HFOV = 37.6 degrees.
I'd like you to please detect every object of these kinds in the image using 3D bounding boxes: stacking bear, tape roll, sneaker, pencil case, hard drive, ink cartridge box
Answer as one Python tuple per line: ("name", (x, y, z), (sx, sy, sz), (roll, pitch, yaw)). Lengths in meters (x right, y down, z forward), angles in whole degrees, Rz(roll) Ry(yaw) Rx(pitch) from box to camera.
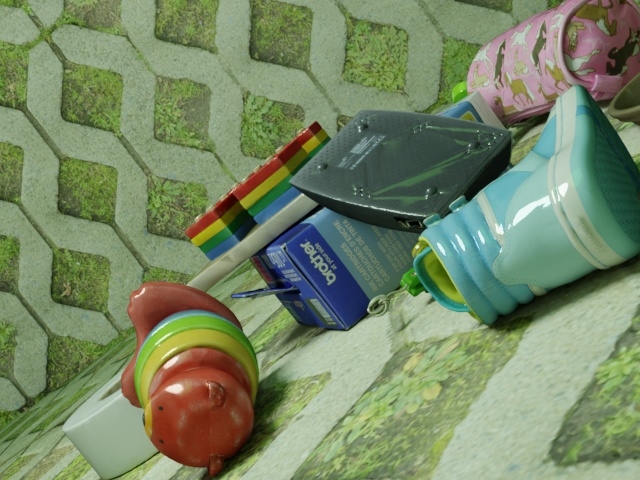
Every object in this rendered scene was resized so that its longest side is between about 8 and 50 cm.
("stacking bear", (-0.150, 0.173, 1.123), (0.164, 0.175, 0.289), (5, 12, -13))
("tape roll", (-0.251, 0.234, 1.436), (0.286, 0.100, 0.286), (-36, 6, 5))
("sneaker", (0.192, -0.035, 0.903), (0.208, 0.127, 0.319), (-32, 7, 26))
("pencil case", (0.372, -0.283, 1.516), (0.160, 0.167, 0.386), (-33, 6, -11))
("hard drive", (0.098, -0.086, 1.152), (0.255, 0.054, 0.172), (17, 55, 47))
("ink cartridge box", (0.058, -0.011, 1.348), (0.395, 0.151, 0.270), (-40, 7, -14))

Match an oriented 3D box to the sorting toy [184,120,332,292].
("sorting toy", (-0.084, -0.061, 1.392), (0.255, 0.089, 0.257), (-37, 8, 27))

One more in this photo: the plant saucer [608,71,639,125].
("plant saucer", (0.468, -0.216, 1.100), (0.278, 0.041, 0.278), (-36, 6, 4))

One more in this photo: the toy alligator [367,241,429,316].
("toy alligator", (0.131, 0.035, 1.081), (0.190, 0.056, 0.051), (-39, -35, -12))

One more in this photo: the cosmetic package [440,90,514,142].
("cosmetic package", (0.224, -0.164, 1.676), (0.085, 0.117, 0.231), (-42, 9, -32))

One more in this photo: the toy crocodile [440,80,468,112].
("toy crocodile", (0.371, -0.290, 1.894), (0.340, 0.105, 0.115), (-32, 50, 32))
